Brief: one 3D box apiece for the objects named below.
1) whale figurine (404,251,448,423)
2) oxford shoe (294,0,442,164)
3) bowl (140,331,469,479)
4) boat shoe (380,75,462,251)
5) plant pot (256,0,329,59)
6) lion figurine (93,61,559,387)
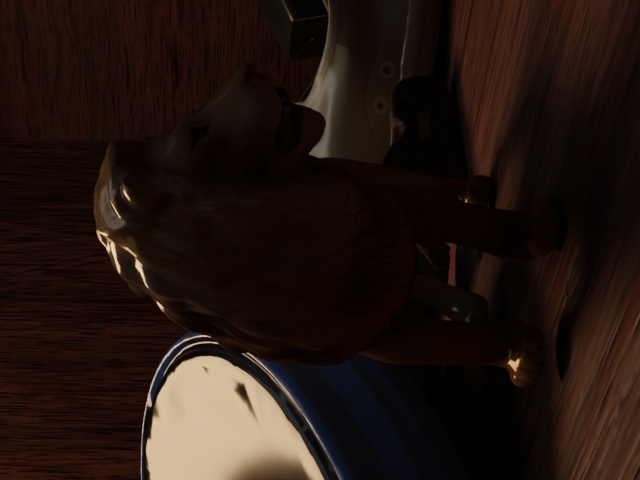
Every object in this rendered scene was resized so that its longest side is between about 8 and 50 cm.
[{"bbox_3d":[0.047,0.138,1.098,0.216,0.141,0.272,-3,-62,-54],"label":"whale figurine"},{"bbox_3d":[0.023,-0.049,1.259,0.169,0.130,0.449,-134,51,-86],"label":"oxford shoe"},{"bbox_3d":[-0.018,0.232,0.945,0.391,0.077,0.391,28,123,54],"label":"bowl"},{"bbox_3d":[0.086,-0.051,1.112,0.190,0.068,0.072,-78,-18,-45],"label":"boat shoe"},{"bbox_3d":[0.009,-0.331,1.711,0.187,0.188,0.167,103,155,-75],"label":"plant pot"},{"bbox_3d":[0.000,0.000,0.817,0.392,0.240,0.142,146,133,-86],"label":"lion figurine"}]
